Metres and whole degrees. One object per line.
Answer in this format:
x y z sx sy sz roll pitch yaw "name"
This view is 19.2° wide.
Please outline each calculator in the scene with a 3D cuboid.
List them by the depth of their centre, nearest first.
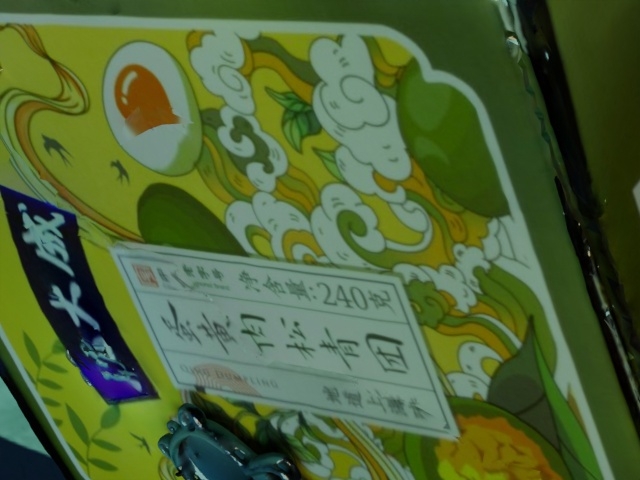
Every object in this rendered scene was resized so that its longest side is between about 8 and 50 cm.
-0.020 0.133 0.896 0.141 0.019 0.094 42 146 0 "calculator"

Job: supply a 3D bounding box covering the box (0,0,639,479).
0.000 0.000 0.863 0.420 0.138 0.373 9 135 39 "box"
